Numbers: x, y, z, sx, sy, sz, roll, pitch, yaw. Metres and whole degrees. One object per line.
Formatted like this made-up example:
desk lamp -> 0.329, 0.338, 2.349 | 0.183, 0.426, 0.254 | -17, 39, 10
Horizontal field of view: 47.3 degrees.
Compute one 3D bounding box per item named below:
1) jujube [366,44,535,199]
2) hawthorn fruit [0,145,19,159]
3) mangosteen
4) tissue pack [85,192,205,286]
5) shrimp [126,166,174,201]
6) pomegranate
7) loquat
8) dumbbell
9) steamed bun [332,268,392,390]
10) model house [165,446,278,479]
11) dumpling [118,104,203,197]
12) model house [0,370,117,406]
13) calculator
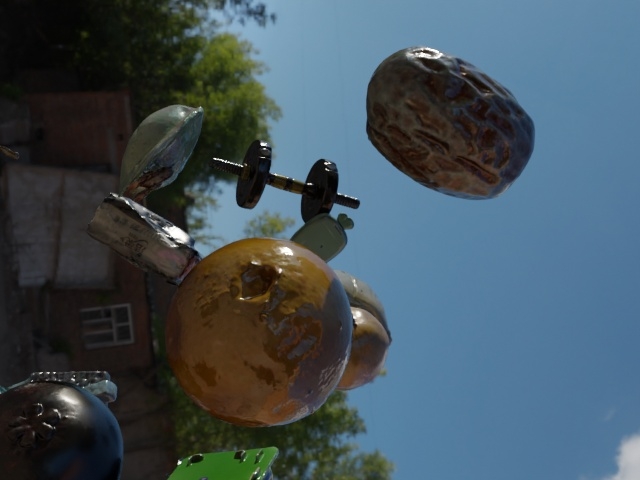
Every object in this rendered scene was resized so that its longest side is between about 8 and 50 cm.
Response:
jujube -> 0.221, -0.216, 1.302 | 0.215, 0.308, 0.246 | -55, -164, 33
hawthorn fruit -> -0.561, -0.169, 1.029 | 0.242, 0.272, 0.241 | -34, -132, 49
mangosteen -> -0.501, 0.419, 1.350 | 0.297, 0.297, 0.313 | 52, -16, 58
tissue pack -> -0.368, 0.017, 1.659 | 0.123, 0.245, 0.332 | -63, 177, -8
shrimp -> -0.291, -0.099, 1.233 | 0.038, 0.092, 0.029 | 44, 9, -45
pomegranate -> 0.065, 0.242, 1.651 | 0.191, 0.191, 0.191 | 174, -90, -71
loquat -> -0.099, 0.154, 1.225 | 0.328, 0.329, 0.328 | 174, -90, -71
dumbbell -> -0.068, -0.115, 1.489 | 0.143, 0.326, 0.143 | -166, -90, -71
steamed bun -> 0.105, 0.279, 2.353 | 0.247, 0.236, 0.383 | -83, 166, -81
model house -> -0.205, 0.637, 1.478 | 0.358, 0.243, 0.312 | -40, 116, -72
dumpling -> -0.282, -0.149, 1.288 | 0.216, 0.105, 0.149 | -45, -139, 13
model house -> -0.655, 0.488, 1.751 | 0.297, 0.339, 0.360 | 61, 13, -45
calculator -> 0.000, 0.000, 1.458 | 0.095, 0.153, 0.021 | 54, 0, -22
